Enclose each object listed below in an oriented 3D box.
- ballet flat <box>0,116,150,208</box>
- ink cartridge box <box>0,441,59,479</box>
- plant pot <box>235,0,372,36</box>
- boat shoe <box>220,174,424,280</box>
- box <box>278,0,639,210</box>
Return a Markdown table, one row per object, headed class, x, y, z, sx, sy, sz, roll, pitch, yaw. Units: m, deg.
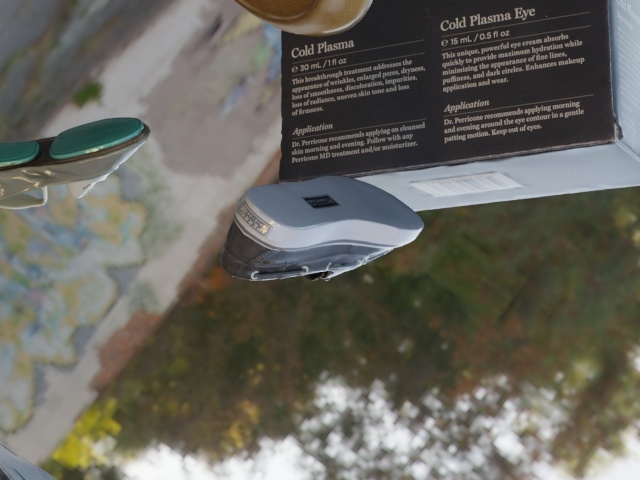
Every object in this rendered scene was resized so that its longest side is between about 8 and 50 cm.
| class | x | y | z | sx | sy | sz | roll | pitch | yaw |
| --- | --- | --- | --- | --- | --- | --- | --- | --- | --- |
| ballet flat | -0.258 | -0.069 | 1.477 | 0.213 | 0.068 | 0.072 | -9 | -148 | 10 |
| ink cartridge box | -0.399 | 0.297 | 1.706 | 0.129 | 0.307 | 0.223 | -49 | -144 | -2 |
| plant pot | -0.049 | -0.258 | 1.178 | 0.032 | 0.236 | 0.236 | -35 | 178 | -28 |
| boat shoe | 0.000 | 0.000 | 1.265 | 0.228 | 0.080 | 0.076 | -8 | 135 | -57 |
| box | 0.146 | -0.205 | 1.499 | 0.179 | 0.343 | 0.313 | 20 | 67 | -61 |
